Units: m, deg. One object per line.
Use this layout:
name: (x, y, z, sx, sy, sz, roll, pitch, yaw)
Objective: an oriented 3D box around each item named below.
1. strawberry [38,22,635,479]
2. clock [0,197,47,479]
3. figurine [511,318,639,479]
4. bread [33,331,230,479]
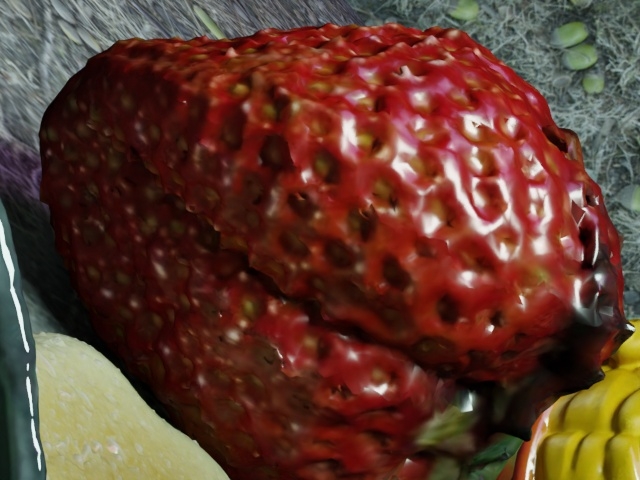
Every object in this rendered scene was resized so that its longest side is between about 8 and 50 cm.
strawberry: (0.000, 0.000, 0.811, 0.288, 0.250, 0.238, 23, 22, -2)
clock: (-0.157, 0.032, 0.202, 0.319, 0.066, 0.318, 27, 58, -54)
figurine: (0.219, 0.197, 1.047, 0.323, 0.196, 0.320, 53, 49, -37)
bread: (-0.093, 0.104, 0.613, 0.182, 0.039, 0.251, 47, 14, -13)
